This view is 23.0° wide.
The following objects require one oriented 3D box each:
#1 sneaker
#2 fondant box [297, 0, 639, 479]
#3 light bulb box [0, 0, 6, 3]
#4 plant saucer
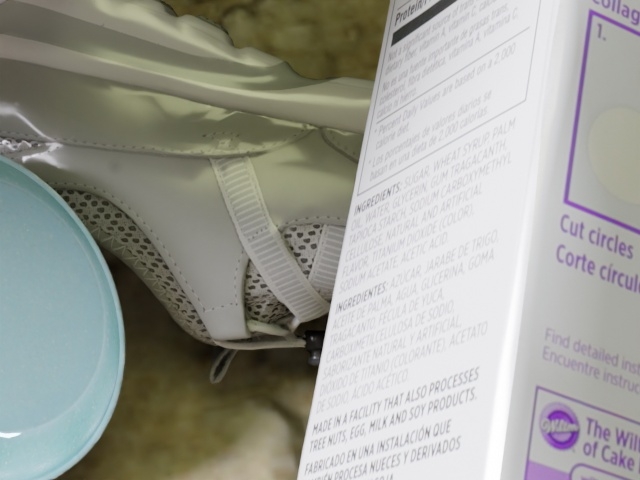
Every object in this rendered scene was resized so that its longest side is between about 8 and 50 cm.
[{"bbox_3d":[0.000,0.000,0.542,0.281,0.105,0.115,19,89,8],"label":"sneaker"},{"bbox_3d":[0.138,-0.021,0.449,0.238,0.096,0.330,22,66,-22],"label":"fondant box"},{"bbox_3d":[-0.231,-0.225,0.502,0.361,0.225,0.358,11,21,6],"label":"light bulb box"},{"bbox_3d":[-0.113,0.023,0.512,0.119,0.119,0.021,20,20,13],"label":"plant saucer"}]
